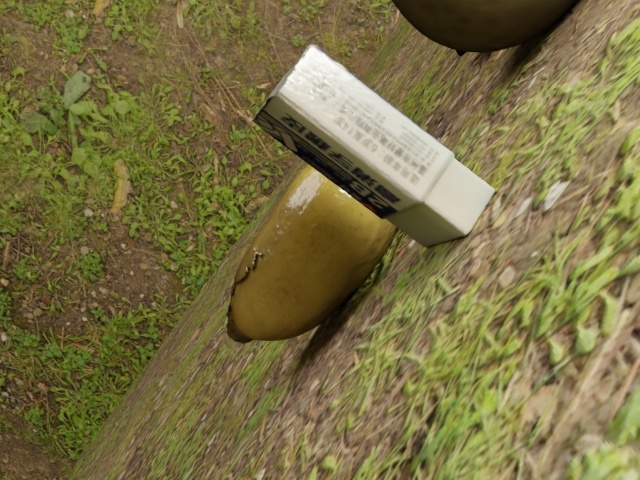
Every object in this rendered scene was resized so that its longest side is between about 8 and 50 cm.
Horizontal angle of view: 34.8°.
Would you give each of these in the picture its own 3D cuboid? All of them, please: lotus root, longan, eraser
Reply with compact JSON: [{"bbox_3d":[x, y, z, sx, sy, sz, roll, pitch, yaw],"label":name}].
[{"bbox_3d":[0.002,0.002,1.151,0.303,0.130,0.146,-56,6,12],"label":"lotus root"},{"bbox_3d":[0.183,-0.325,1.104,0.258,0.258,0.258,-53,8,10],"label":"longan"},{"bbox_3d":[0.045,-0.080,0.936,0.068,0.210,0.124,-55,8,-14],"label":"eraser"}]

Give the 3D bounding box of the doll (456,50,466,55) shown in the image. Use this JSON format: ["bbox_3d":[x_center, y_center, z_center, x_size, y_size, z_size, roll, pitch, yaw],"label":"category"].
[{"bbox_3d":[0.236,-0.330,1.341,0.249,0.127,0.088,131,139,-59],"label":"doll"}]
